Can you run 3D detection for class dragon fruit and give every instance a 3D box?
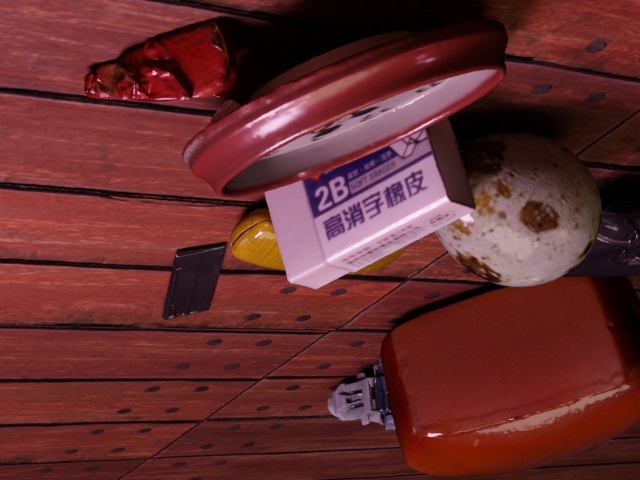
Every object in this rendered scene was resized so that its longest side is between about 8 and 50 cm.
[{"bbox_3d":[-0.140,-0.138,1.399,0.131,0.063,0.097,-9,157,-14],"label":"dragon fruit"}]

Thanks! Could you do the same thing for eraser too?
[{"bbox_3d":[0.047,-0.047,1.653,0.210,0.124,0.068,-28,155,28],"label":"eraser"}]

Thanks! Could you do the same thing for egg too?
[{"bbox_3d":[0.206,-0.036,1.723,0.169,0.169,0.231,-31,150,34],"label":"egg"}]

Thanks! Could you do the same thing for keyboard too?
[{"bbox_3d":[-0.154,0.051,1.909,0.064,0.010,0.198,-10,158,-15],"label":"keyboard"}]

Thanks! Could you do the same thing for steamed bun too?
[{"bbox_3d":[0.286,0.197,2.236,0.379,0.235,0.248,-18,155,6],"label":"steamed bun"}]

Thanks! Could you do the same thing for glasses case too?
[{"bbox_3d":[0.000,0.000,1.813,0.234,0.064,0.079,5,149,-40],"label":"glasses case"}]

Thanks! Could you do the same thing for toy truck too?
[{"bbox_3d":[0.150,0.236,2.431,0.257,0.108,0.140,-1,167,-26],"label":"toy truck"}]

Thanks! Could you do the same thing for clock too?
[{"bbox_3d":[0.023,-0.131,1.457,0.318,0.080,0.318,-23,175,-2],"label":"clock"}]

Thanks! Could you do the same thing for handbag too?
[{"bbox_3d":[0.386,-0.006,2.020,0.254,0.088,0.211,-3,161,-30],"label":"handbag"}]
